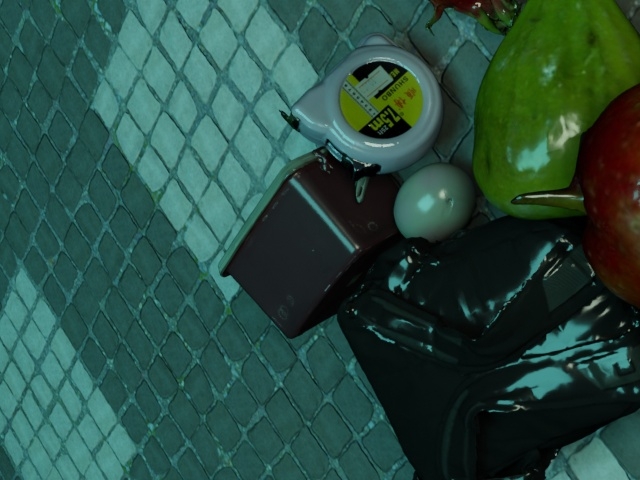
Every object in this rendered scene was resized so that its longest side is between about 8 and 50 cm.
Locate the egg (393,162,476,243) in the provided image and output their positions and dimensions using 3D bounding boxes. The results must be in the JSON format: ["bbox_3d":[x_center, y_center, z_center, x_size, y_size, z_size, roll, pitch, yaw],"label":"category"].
[{"bbox_3d":[0.156,-0.049,1.742,0.103,0.103,0.135,57,138,17],"label":"egg"}]

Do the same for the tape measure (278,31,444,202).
[{"bbox_3d":[0.074,-0.172,1.736,0.178,0.196,0.105,49,169,10],"label":"tape measure"}]

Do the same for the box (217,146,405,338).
[{"bbox_3d":[0.000,0.000,1.873,0.167,0.193,0.294,51,136,15],"label":"box"}]

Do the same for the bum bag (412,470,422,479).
[{"bbox_3d":[0.156,0.398,1.953,0.058,0.034,0.124,41,130,43],"label":"bum bag"}]

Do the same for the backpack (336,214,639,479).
[{"bbox_3d":[0.233,0.131,1.620,0.445,0.254,0.363,-34,84,45],"label":"backpack"}]

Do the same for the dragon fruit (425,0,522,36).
[{"bbox_3d":[0.179,-0.334,1.606,0.137,0.135,0.236,-16,109,43],"label":"dragon fruit"}]

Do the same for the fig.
[{"bbox_3d":[0.298,-0.173,1.457,0.233,0.233,0.314,36,123,34],"label":"fig"}]

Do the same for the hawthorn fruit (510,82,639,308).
[{"bbox_3d":[0.379,-0.050,1.287,0.368,0.285,0.285,-7,101,6],"label":"hawthorn fruit"}]
